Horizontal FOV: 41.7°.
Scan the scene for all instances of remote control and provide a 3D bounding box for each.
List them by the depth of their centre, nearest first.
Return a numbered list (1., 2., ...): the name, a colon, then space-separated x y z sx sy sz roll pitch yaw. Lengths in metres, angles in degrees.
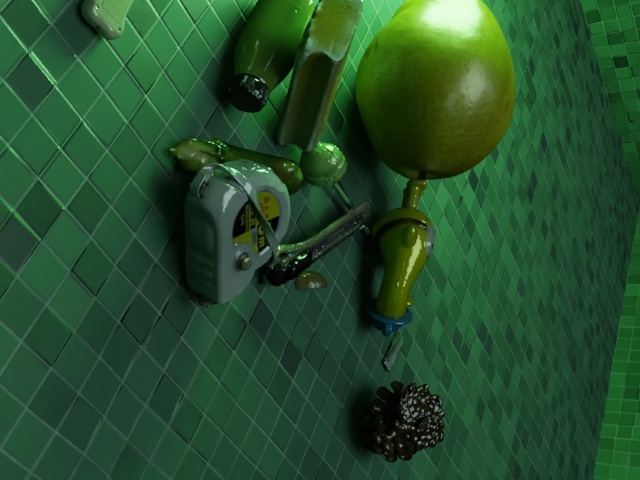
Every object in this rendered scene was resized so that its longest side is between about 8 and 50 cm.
1. remote control: -0.314 -0.364 1.267 0.074 0.032 0.122 47 50 -45

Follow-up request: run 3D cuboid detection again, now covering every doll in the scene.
1. doll: 0.178 0.039 1.889 0.199 0.145 0.363 92 9 -74

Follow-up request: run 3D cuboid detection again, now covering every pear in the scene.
1. pear: 0.252 -0.337 1.841 0.362 0.362 0.418 28 68 -53

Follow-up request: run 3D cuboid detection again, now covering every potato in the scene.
1. potato: -0.011 0.080 1.699 0.093 0.036 0.037 3 89 -56

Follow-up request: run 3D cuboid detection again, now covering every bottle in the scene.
1. bottle: -0.095 -0.348 1.529 0.112 0.112 0.260 51 48 -43

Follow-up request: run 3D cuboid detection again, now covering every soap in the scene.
1. soap: -0.005 -0.309 1.557 0.274 0.089 0.173 111 -1 -59

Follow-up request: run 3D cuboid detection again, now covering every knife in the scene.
1. knife: 0.005 0.003 1.676 0.365 0.043 0.089 -31 143 -48

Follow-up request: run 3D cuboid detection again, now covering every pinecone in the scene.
1. pinecone: 0.175 0.396 1.838 0.179 0.195 0.150 30 25 -30

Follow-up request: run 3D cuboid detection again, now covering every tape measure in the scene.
1. tape measure: -0.136 -0.032 1.390 0.197 0.120 0.236 -26 127 -43

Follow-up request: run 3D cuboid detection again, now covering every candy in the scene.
1. candy: 0.048 -0.097 1.776 0.093 0.092 0.335 -39 142 0

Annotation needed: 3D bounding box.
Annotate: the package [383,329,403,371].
1. package: 0.175 0.259 1.992 0.110 0.015 0.037 -58 135 -39

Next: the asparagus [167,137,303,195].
1. asparagus: -0.132 -0.129 1.491 0.343 0.085 0.082 12 102 -58
